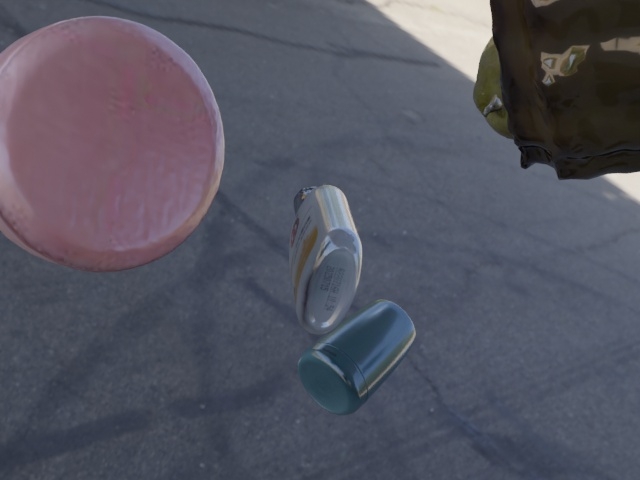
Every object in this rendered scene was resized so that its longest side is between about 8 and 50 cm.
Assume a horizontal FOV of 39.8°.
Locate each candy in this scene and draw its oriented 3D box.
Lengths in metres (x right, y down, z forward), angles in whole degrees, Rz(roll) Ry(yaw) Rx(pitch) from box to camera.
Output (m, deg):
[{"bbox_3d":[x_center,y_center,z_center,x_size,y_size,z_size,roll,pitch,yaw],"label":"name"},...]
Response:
[{"bbox_3d":[-0.219,-0.092,0.848,0.255,0.255,0.094,8,0,-35],"label":"candy"}]

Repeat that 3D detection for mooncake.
[{"bbox_3d":[0.234,-0.204,0.686,0.187,0.324,0.324,-3,18,21],"label":"mooncake"}]

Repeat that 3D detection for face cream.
[{"bbox_3d":[0.000,0.000,1.152,0.071,0.144,0.291,14,22,-10],"label":"face cream"}]

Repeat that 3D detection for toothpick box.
[{"bbox_3d":[0.063,0.175,1.387,0.120,0.120,0.184,38,52,18],"label":"toothpick box"}]

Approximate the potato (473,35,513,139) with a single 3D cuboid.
[{"bbox_3d":[0.269,-0.205,1.009,0.159,0.174,0.251,44,62,12],"label":"potato"}]
